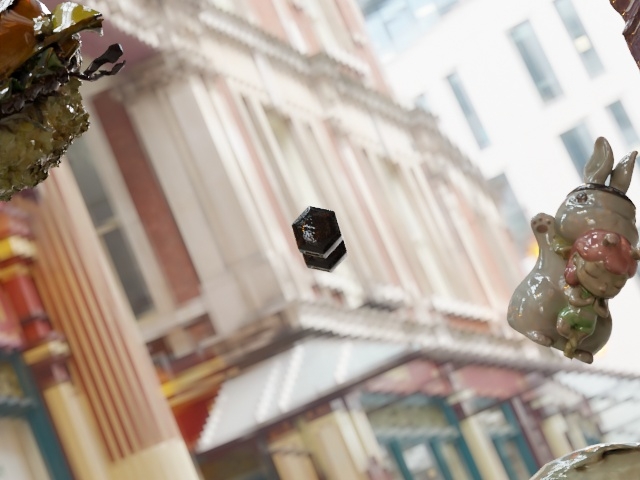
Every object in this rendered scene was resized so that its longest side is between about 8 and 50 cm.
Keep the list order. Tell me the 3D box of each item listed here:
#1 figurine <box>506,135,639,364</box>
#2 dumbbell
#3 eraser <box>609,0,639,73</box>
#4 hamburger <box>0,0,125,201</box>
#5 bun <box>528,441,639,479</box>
[{"bbox_3d":[0.193,0.010,1.168,0.081,0.098,0.146,21,-82,-36],"label":"figurine"},{"bbox_3d":[0.000,0.000,1.328,0.036,0.040,0.083,-17,-13,1],"label":"dumbbell"},{"bbox_3d":[0.410,-0.255,1.514,0.122,0.272,0.359,2,-39,-21],"label":"eraser"},{"bbox_3d":[-0.269,-0.087,1.256,0.262,0.138,0.243,-3,30,47],"label":"hamburger"},{"bbox_3d":[0.232,0.313,1.125,0.360,0.359,0.211,-20,-39,-11],"label":"bun"}]
